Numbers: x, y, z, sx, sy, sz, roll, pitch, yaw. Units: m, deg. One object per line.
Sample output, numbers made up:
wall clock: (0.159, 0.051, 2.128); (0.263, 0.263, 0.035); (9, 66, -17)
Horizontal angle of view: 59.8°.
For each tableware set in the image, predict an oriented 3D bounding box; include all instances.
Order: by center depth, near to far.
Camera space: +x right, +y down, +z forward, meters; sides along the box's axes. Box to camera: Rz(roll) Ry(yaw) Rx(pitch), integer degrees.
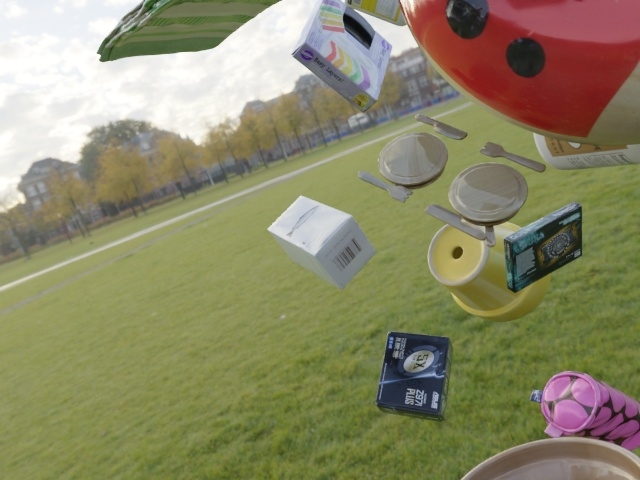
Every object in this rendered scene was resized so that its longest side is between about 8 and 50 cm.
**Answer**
tableware set: (0.155, -0.071, 0.671); (0.194, 0.039, 0.128); (33, 71, 35)

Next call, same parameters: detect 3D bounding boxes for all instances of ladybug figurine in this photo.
ladybug figurine: (0.254, -0.282, 0.604); (0.162, 0.449, 0.305); (-11, -47, -60)

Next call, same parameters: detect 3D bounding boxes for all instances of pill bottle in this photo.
pill bottle: (0.414, -0.165, 0.735); (0.131, 0.131, 0.229); (-25, 14, -25)
pill bottle: (0.149, -0.511, 1.160); (0.184, 0.103, 0.103); (22, 15, 3)

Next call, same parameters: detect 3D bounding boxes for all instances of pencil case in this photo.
pencil case: (0.407, 0.259, 0.822); (0.209, 0.098, 0.095); (26, -8, -34)

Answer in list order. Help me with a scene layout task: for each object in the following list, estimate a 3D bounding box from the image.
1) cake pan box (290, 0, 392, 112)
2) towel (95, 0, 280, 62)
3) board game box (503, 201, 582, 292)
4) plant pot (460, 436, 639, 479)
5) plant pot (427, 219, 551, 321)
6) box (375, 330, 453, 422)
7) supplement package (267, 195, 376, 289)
cake pan box: (0.067, -0.505, 1.475); (0.070, 0.246, 0.267); (-30, 33, 45)
towel: (-0.186, -0.352, 0.872); (0.248, 0.038, 0.325); (-22, 9, -39)
board game box: (0.453, 0.013, 1.126); (0.186, 0.126, 0.026); (-25, 31, -17)
plant pot: (0.260, 0.330, 0.609); (0.237, 0.110, 0.237); (-25, 4, 2)
plant pot: (0.399, 0.058, 1.378); (0.254, 0.254, 0.239); (-11, -24, 44)
box: (0.220, 0.313, 1.286); (0.147, 0.077, 0.180); (3, 62, 23)
supplement package: (0.000, 0.000, 1.077); (0.105, 0.105, 0.179); (-47, 36, -13)
